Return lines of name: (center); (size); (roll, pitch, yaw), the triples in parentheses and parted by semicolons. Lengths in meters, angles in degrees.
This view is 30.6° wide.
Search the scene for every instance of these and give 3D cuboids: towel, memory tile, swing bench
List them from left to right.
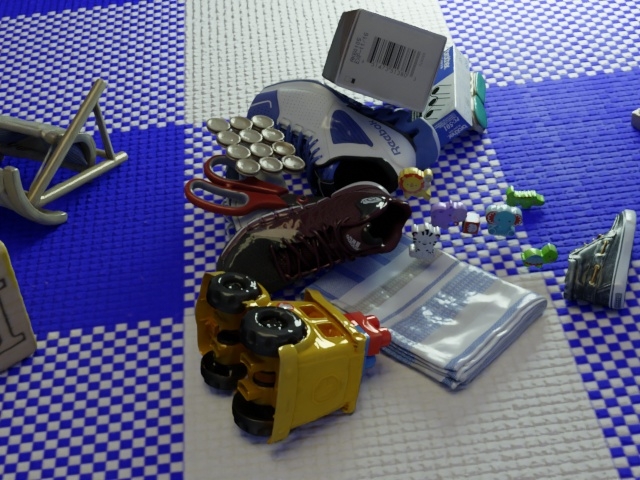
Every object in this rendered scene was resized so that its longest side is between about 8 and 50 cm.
swing bench: (-0.490, -0.142, 1.844); (0.253, 0.165, 0.255); (16, 48, 25)
memory tile: (-0.097, -0.141, 1.741); (0.113, 0.012, 0.148); (-8, 42, -29)
towel: (0.137, 0.079, 1.575); (0.285, 0.034, 0.209); (27, 48, 35)

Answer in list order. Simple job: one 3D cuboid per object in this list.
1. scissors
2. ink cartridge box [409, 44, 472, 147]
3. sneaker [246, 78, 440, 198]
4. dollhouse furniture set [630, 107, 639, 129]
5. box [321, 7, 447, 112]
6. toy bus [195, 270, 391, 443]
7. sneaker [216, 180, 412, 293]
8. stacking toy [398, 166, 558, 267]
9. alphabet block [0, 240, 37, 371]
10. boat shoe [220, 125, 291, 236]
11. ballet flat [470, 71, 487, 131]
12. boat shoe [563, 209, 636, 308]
scissors: (-0.046, -0.051, 1.685); (0.297, 0.021, 0.109); (18, 47, 3)
ink cartridge box: (0.196, -0.230, 1.915); (0.097, 0.046, 0.207); (-34, 28, 28)
sneaker: (0.007, -0.141, 1.797); (0.315, 0.127, 0.182); (15, 40, 23)
dollhouse furniture set: (0.597, -0.228, 1.832); (0.144, 0.123, 0.151); (-26, 42, -24)
box: (0.093, -0.288, 1.848); (0.148, 0.121, 0.311); (17, 9, -8)
toy bus: (-0.030, 0.124, 1.465); (0.211, 0.149, 0.220); (-12, 34, -29)
sneaker: (0.000, 0.000, 1.581); (0.281, 0.106, 0.162); (-30, 17, -17)
stacking toy: (0.223, -0.035, 1.666); (0.221, 0.052, 0.167); (5, 35, -3)
alphabet block: (-0.518, 0.083, 1.529); (0.197, 0.193, 0.192); (-30, 45, -28)
boat shoe: (-0.102, -0.065, 1.748); (0.095, 0.079, 0.254); (-2, 50, -17)
ballet flat: (0.248, -0.222, 1.943); (0.052, 0.057, 0.168); (-24, 28, 23)
boat shoe: (0.382, 0.017, 1.594); (0.083, 0.065, 0.183); (8, 41, 16)
